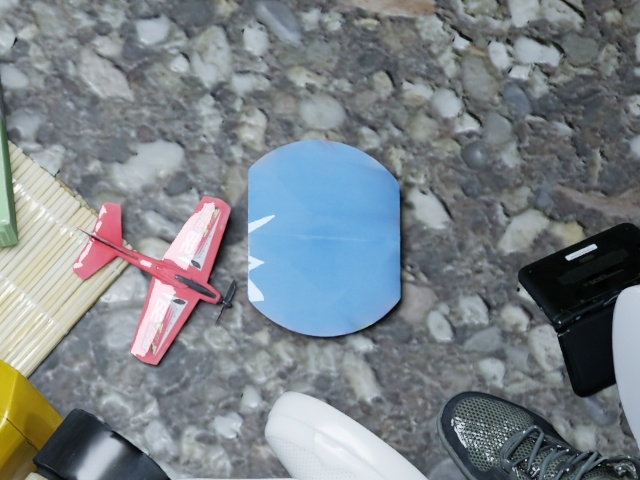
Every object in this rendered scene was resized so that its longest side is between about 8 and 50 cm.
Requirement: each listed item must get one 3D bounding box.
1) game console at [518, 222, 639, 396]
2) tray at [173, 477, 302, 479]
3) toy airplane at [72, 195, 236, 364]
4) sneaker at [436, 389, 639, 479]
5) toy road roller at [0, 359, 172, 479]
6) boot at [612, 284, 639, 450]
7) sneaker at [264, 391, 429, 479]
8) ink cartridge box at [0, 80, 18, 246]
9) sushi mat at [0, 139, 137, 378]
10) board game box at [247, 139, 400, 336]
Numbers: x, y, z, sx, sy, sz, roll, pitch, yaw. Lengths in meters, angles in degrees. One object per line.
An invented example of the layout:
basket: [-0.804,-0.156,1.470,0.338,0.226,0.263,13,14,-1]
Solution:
game console: [0.247,0.059,1.475,0.122,0.071,0.107,-23,50,-16]
tray: [-0.075,0.319,1.302,0.030,0.145,0.270,26,65,-47]
toy airplane: [-0.140,0.024,1.399,0.151,0.028,0.151,0,91,-20]
sneaker: [0.194,0.187,1.361,0.087,0.130,0.227,-41,70,-20]
toy road roller: [-0.245,0.225,1.262,0.329,0.240,0.202,26,69,30]
boot: [0.336,0.152,1.426,0.123,0.095,0.258,-15,91,-20]
sneaker: [0.032,0.268,1.329,0.292,0.108,0.169,43,69,2]
ink cartridge box: [-0.373,-0.066,1.371,0.235,0.056,0.171,-8,70,-5]
sushi mat: [-0.303,0.072,1.371,0.151,0.019,0.316,39,72,3]
board game box: [0.000,0.000,1.439,0.133,0.033,0.169,2,79,-15]
